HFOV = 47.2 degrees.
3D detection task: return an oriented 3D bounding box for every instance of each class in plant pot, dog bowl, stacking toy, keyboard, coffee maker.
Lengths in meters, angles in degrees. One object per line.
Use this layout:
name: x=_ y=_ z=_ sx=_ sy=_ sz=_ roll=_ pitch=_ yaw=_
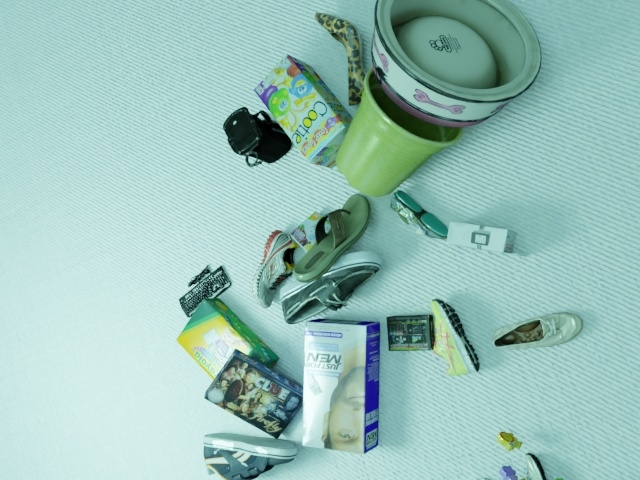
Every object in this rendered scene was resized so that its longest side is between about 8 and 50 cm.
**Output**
plant pot: x=0.172 y=-0.254 z=1.846 sx=0.276 sy=0.276 sz=0.254 roll=53 pitch=133 yaw=18
dog bowl: x=0.303 y=-0.442 z=1.738 sx=0.408 sy=0.408 sz=0.150 roll=55 pitch=152 yaw=17
stacking toy: x=0.475 y=0.586 z=1.733 sx=0.221 sy=0.052 sz=0.166 roll=42 pitch=121 yaw=40
keyboard: x=-0.365 y=0.148 z=2.224 sx=0.192 sy=0.038 sz=0.100 roll=-38 pitch=73 yaw=20
coffee maker: x=-0.172 y=-0.272 z=2.062 sx=0.120 sy=0.178 sz=0.171 roll=-10 pitch=81 yaw=28

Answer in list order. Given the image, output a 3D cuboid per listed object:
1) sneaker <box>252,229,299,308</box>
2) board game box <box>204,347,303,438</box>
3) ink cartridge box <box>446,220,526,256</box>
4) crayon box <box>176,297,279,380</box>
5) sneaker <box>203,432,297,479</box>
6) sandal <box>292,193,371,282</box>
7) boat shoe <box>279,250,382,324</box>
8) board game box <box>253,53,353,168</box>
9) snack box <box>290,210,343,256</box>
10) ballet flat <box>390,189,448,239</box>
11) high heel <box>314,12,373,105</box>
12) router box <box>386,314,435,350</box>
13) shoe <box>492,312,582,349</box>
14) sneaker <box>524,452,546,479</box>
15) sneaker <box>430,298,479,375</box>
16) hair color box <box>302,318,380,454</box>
sneaker: x=-0.126 y=0.087 z=2.078 sx=0.093 sy=0.088 sz=0.225 roll=20 pitch=97 yaw=24
board game box: x=-0.178 y=0.430 z=2.049 sx=0.243 sy=0.042 sz=0.165 roll=31 pitch=105 yaw=-10
ink cartridge box: x=0.414 y=-0.004 z=1.804 sx=0.180 sy=0.104 sz=0.060 roll=10 pitch=92 yaw=26
crayon box: x=-0.274 y=0.318 z=2.148 sx=0.278 sy=0.081 sz=0.165 roll=41 pitch=105 yaw=22
sneaker: x=-0.198 y=0.623 z=2.079 sx=0.321 sy=0.126 sz=0.127 roll=-5 pitch=82 yaw=37
sandal: x=0.029 y=-0.018 z=1.927 sx=0.120 sy=0.086 sz=0.302 roll=5 pitch=48 yaw=50
boat shoe: x=0.033 y=0.137 z=1.973 sx=0.335 sy=0.121 sz=0.119 roll=-30 pitch=54 yaw=33
board game box: x=-0.030 y=-0.351 z=2.013 sx=0.144 sy=0.142 sz=0.275 roll=-43 pitch=71 yaw=19
snack box: x=0.000 y=0.000 z=2.026 sx=0.100 sy=0.037 sz=0.141 roll=-42 pitch=69 yaw=-10
ballet flat: x=0.256 y=-0.053 z=1.915 sx=0.188 sy=0.070 sz=0.070 roll=46 pitch=107 yaw=22
high heel: x=0.052 y=-0.498 z=2.001 sx=0.261 sy=0.093 sz=0.186 roll=35 pitch=97 yaw=14
router box: x=0.237 y=0.242 z=1.920 sx=0.123 sy=0.038 sz=0.092 roll=-5 pitch=86 yaw=27
shoe: x=0.520 y=0.225 z=1.768 sx=0.219 sy=0.058 sz=0.076 roll=-18 pitch=81 yaw=25
sneaker: x=0.510 y=0.596 z=1.762 sx=0.075 sy=0.057 sz=0.161 roll=-24 pitch=81 yaw=18
sneaker: x=0.318 y=0.250 z=1.857 sx=0.094 sy=0.081 sz=0.208 roll=-28 pitch=77 yaw=25
hair color box: x=0.056 y=0.385 z=1.969 sx=0.185 sy=0.110 sz=0.338 roll=0 pitch=90 yaw=25
